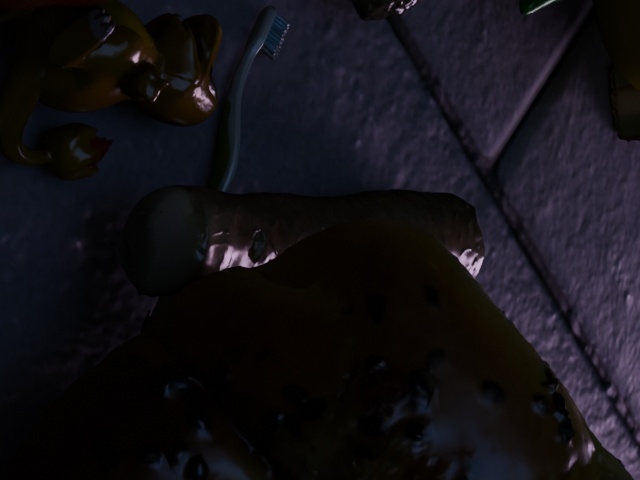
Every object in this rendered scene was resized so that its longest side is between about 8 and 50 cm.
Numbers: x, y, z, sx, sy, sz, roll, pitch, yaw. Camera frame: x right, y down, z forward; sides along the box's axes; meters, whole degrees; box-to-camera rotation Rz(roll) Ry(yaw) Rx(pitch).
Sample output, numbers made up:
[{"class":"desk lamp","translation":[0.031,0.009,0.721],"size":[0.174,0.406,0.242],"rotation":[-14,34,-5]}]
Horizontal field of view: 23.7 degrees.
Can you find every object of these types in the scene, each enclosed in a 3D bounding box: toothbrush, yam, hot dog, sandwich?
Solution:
[{"class":"toothbrush","translation":[-0.073,-0.043,1.026],"size":[0.026,0.022,0.263],"rotation":[31,69,-31]},{"class":"yam","translation":[0.000,0.000,1.045],"size":[0.356,0.081,0.081],"rotation":[1,91,-55]},{"class":"hot dog","translation":[0.009,0.187,0.863],"size":[0.367,0.196,0.365],"rotation":[-35,79,-8]},{"class":"sandwich","translation":[0.360,-0.145,1.415],"size":[0.163,0.113,0.079],"rotation":[-19,105,-45]}]

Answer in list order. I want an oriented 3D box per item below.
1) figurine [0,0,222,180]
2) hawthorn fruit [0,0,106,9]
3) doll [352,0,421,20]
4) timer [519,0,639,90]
[{"class":"figurine","translation":[-0.128,-0.091,0.927],"size":[0.176,0.121,0.122],"rotation":[5,117,-56]},{"class":"hawthorn fruit","translation":[-0.158,-0.255,0.795],"size":[0.210,0.210,0.262],"rotation":[4,58,-47]},{"class":"doll","translation":[0.097,-0.294,1.109],"size":[0.286,0.091,0.203],"rotation":[-57,162,-27]},{"class":"timer","translation":[0.274,-0.229,1.223],"size":[0.285,0.285,0.285],"rotation":[-3,94,-47]}]
